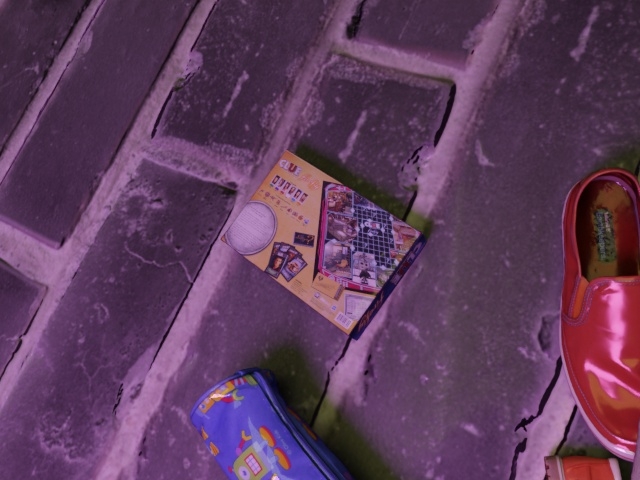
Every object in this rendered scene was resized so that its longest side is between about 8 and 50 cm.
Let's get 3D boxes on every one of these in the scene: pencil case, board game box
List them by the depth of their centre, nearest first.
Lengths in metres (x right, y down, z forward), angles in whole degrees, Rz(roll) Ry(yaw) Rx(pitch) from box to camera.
[{"bbox_3d":[-0.027,0.284,0.749,0.306,0.119,0.133,46,115,26],"label":"pencil case"},{"bbox_3d":[0.000,0.000,0.879,0.243,0.042,0.165,35,87,26],"label":"board game box"}]

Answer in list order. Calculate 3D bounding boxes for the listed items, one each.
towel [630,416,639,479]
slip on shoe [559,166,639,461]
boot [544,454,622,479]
[{"bbox_3d":[0.425,0.287,0.542,0.312,0.056,0.324,11,93,46],"label":"towel"},{"bbox_3d":[0.328,0.071,0.705,0.123,0.101,0.331,-4,73,17],"label":"slip on shoe"},{"bbox_3d":[0.291,0.305,0.666,0.084,0.059,0.158,-8,69,12],"label":"boot"}]
